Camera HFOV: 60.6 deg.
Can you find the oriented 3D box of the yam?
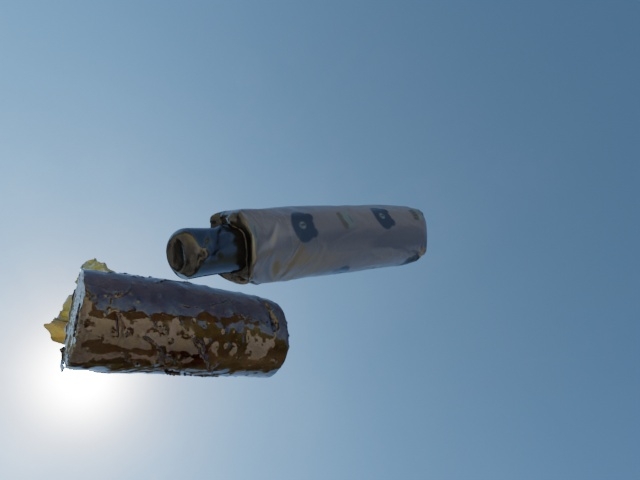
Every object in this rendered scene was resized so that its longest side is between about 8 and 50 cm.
[{"bbox_3d":[-0.178,0.109,0.688,0.131,0.280,0.131,-19,-115,48],"label":"yam"}]

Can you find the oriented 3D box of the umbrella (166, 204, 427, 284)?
[{"bbox_3d":[0.000,0.000,0.548,0.067,0.337,0.073,-11,-94,42],"label":"umbrella"}]

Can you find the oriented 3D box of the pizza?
[{"bbox_3d":[-0.503,0.130,1.254,0.287,0.280,0.075,52,-54,35],"label":"pizza"}]
